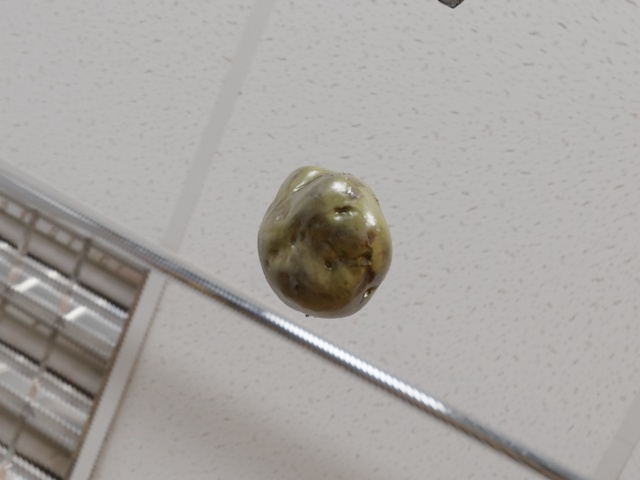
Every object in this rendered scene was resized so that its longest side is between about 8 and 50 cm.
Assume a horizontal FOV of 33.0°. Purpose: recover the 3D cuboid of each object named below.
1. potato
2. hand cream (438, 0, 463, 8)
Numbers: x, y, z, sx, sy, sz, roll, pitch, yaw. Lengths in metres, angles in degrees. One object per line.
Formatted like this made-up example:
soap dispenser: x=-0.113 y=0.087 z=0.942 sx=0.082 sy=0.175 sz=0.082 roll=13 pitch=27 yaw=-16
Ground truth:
potato: x=0.004 y=0.002 z=1.176 sx=0.154 sy=0.200 sz=0.137 roll=-47 pitch=-70 yaw=0
hand cream: x=0.185 y=-0.290 z=0.905 sx=0.256 sy=0.088 sz=0.055 roll=-44 pitch=-71 yaw=-12
